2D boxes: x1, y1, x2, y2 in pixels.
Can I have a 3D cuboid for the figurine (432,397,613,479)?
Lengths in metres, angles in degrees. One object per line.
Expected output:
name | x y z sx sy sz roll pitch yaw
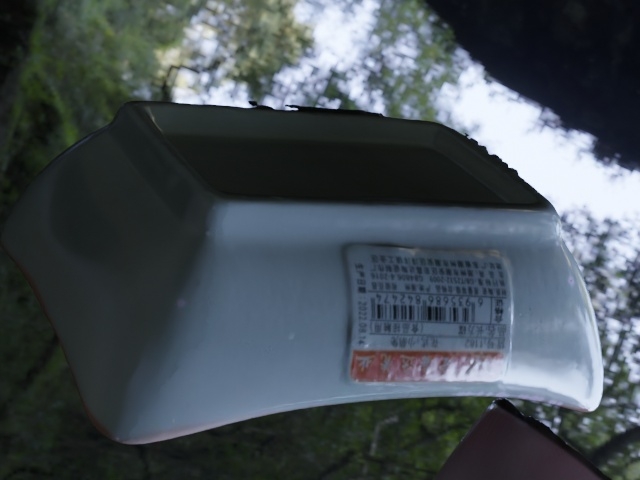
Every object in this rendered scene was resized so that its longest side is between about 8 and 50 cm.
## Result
figurine | 0.086 0.274 0.718 0.315 0.206 0.284 -51 -134 -2

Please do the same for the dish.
dish | 0.000 0.000 0.474 0.151 0.213 0.077 46 -53 51
